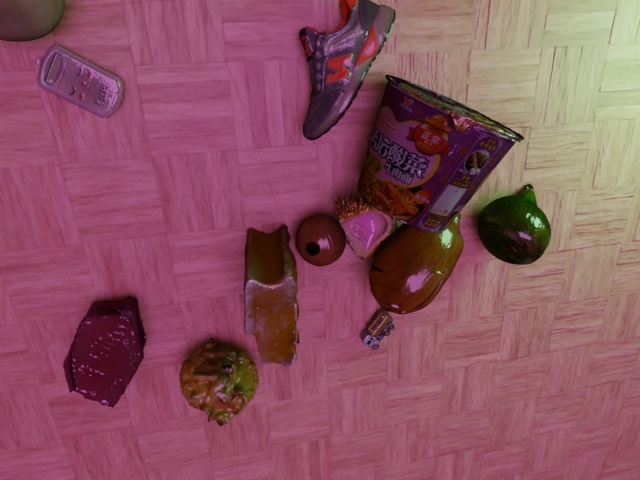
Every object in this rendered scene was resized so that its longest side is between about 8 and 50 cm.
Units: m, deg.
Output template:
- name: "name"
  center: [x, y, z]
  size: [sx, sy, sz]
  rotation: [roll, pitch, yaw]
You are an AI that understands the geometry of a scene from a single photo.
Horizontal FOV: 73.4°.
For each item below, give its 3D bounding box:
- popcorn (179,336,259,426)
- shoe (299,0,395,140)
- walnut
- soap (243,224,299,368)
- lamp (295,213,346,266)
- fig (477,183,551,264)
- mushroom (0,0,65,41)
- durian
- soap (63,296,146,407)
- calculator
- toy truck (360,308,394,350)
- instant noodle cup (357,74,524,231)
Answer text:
- name: "popcorn"
  center: [-0.275, 0.382, 1.178]
  size: [0.218, 0.189, 0.169]
  rotation: [12, 111, -15]
- name: "shoe"
  center: [0.016, -0.399, 0.963]
  size: [0.171, 0.132, 0.336]
  rotation: [28, 102, -16]
- name: "walnut"
  center: [0.265, 0.047, 1.161]
  size: [0.209, 0.209, 0.336]
  rotation: [39, 90, -23]
- name: "soap"
  center: [-0.117, 0.129, 1.061]
  size: [0.143, 0.281, 0.259]
  rotation: [-5, 113, -8]
- name: "lamp"
  center: [0.000, 0.000, 1.113]
  size: [0.136, 0.136, 0.136]
  rotation: [-4, 113, -11]
- name: "fig"
  center: [0.563, -0.059, 1.195]
  size: [0.235, 0.203, 0.203]
  rotation: [-45, 116, -16]
- name: "mushroom"
  center: [-0.580, -0.485, 0.775]
  size: [0.207, 0.207, 0.215]
  rotation: [0, 81, -12]
- name: "durian"
  center: [0.100, -0.043, 1.094]
  size: [0.182, 0.165, 0.132]
  rotation: [38, 75, -22]
- name: "soap"
  center: [-0.553, 0.276, 1.121]
  size: [0.182, 0.112, 0.289]
  rotation: [26, 103, -23]
- name: "calculator"
  center: [-0.514, -0.339, 0.918]
  size: [0.175, 0.032, 0.100]
  rotation: [26, 105, -20]
- name: "toy truck"
  center: [0.172, 0.270, 1.307]
  size: [0.063, 0.052, 0.123]
  rotation: [33, 101, -18]
- name: "instant noodle cup"
  center: [0.246, -0.193, 1.000]
  size: [0.340, 0.340, 0.265]
  rotation: [16, 116, -18]
